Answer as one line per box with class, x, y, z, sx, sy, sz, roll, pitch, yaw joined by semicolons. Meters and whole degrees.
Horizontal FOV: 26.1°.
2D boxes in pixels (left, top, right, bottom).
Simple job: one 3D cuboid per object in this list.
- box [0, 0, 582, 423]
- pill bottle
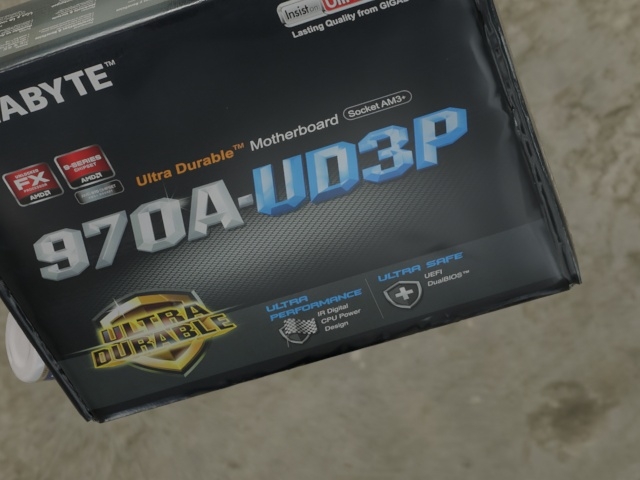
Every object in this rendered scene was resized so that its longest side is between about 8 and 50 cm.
box;-0.027;-0.028;0.536;0.220;0.051;0.175;-16;127;11
pill bottle;-0.265;0.109;1.581;0.169;0.094;0.094;-3;85;-34
